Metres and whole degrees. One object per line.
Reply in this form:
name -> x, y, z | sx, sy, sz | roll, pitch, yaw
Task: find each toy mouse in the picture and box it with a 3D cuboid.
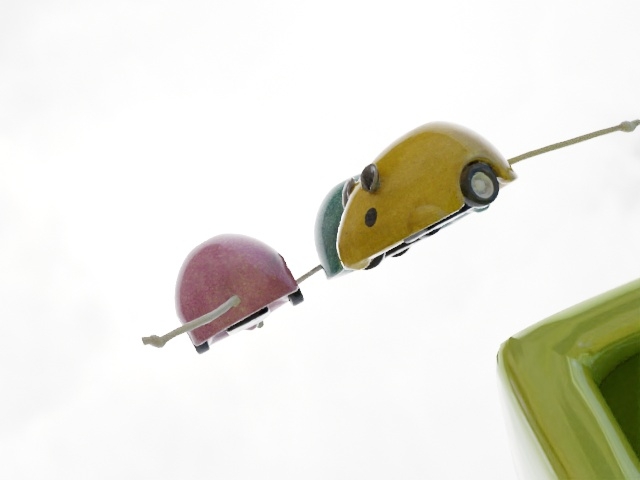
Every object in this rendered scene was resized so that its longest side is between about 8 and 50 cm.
toy mouse -> 0.000, 0.000, 0.575 | 0.031, 0.161, 0.143 | 63, -26, 3

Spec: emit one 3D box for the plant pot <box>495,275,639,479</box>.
plant pot -> 0.187, 0.122, 0.395 | 0.228, 0.207, 0.227 | -18, -138, -9
